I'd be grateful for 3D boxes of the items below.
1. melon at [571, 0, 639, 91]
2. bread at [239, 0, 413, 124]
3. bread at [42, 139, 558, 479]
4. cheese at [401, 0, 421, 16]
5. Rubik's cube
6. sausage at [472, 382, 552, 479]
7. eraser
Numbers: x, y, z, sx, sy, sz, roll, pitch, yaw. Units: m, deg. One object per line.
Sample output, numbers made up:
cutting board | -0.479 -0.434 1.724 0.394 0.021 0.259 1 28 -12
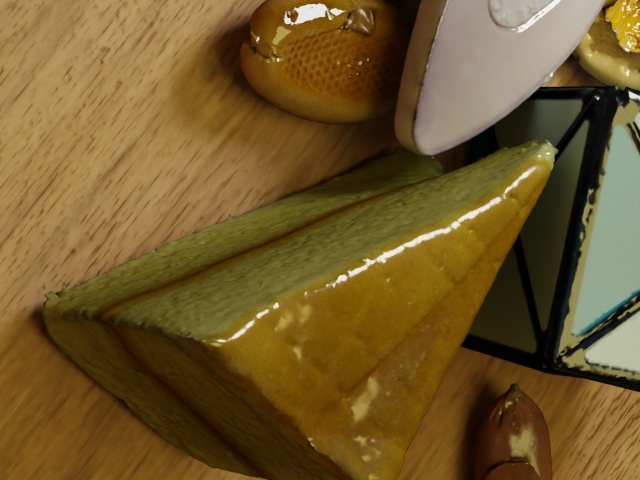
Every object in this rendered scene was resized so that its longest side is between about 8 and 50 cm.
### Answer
melon | 0.281 -0.220 1.826 0.160 0.079 0.128 60 44 -28
bread | 0.003 -0.157 1.605 0.189 0.077 0.114 8 113 -41
bread | 0.000 0.000 1.535 0.245 0.233 0.361 48 64 -33
cheese | 0.119 -0.250 1.679 0.286 0.082 0.163 37 76 -38
Rubik's cube | 0.272 0.008 1.705 0.248 0.246 0.250 12 90 -20
sausage | 0.179 0.343 1.832 0.088 0.088 0.433 -5 102 -39
eraser | 0.130 -0.180 1.621 0.243 0.059 0.204 -56 137 -9
